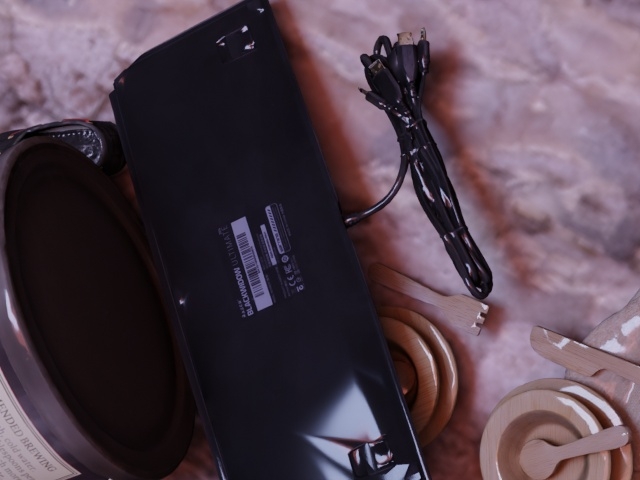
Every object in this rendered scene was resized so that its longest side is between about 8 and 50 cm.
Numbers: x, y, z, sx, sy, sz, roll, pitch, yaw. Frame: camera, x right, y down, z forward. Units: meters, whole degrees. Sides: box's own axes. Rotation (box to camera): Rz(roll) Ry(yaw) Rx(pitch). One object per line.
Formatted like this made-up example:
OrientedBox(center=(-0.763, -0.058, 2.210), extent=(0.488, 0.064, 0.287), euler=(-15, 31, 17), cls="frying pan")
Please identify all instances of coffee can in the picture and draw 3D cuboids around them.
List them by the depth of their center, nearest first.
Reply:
OrientedBox(center=(-0.240, 0.082, 0.844), extent=(0.275, 0.201, 0.202), euler=(-21, 83, 16), cls="coffee can")

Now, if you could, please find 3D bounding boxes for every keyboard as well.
OrientedBox(center=(0.000, 0.000, 0.830), extent=(0.201, 0.033, 0.317), euler=(-25, 71, 18), cls="keyboard")

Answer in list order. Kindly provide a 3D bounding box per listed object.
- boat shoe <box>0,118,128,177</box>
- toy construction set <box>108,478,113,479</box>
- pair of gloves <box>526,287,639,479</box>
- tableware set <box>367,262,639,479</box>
OrientedBox(center=(-0.185, -0.049, 0.914), extent=(0.133, 0.042, 0.049), euler=(-11, 87, 18), cls="boat shoe")
OrientedBox(center=(-0.128, 0.255, 0.818), extent=(0.215, 0.151, 0.327), euler=(43, 119, -7), cls="toy construction set")
OrientedBox(center=(0.236, 0.131, 0.778), extent=(0.240, 0.042, 0.204), euler=(31, 103, 21), cls="pair of gloves")
OrientedBox(center=(0.077, 0.100, 0.808), extent=(0.194, 0.039, 0.128), euler=(22, 99, 28), cls="tableware set")
